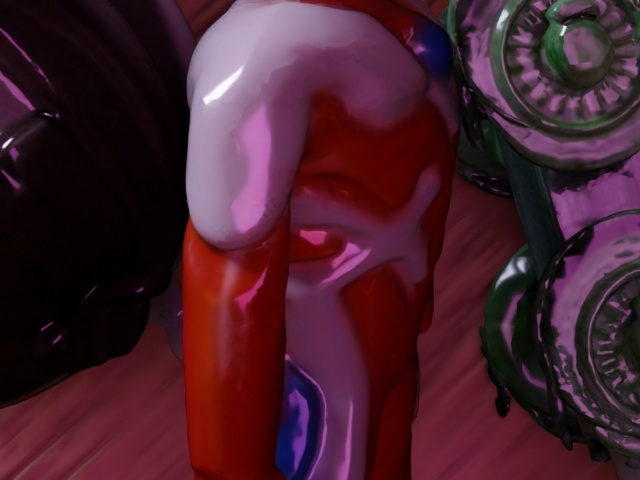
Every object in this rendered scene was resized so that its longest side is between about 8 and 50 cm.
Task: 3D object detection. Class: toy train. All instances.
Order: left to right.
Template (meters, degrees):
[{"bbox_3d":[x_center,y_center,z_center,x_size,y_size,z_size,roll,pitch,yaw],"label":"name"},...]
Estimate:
[{"bbox_3d":[0.140,-0.026,0.604,0.188,0.132,0.243,-17,87,-6],"label":"toy train"}]

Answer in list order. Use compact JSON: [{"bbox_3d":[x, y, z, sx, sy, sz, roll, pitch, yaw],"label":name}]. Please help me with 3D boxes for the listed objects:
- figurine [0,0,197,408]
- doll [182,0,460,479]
[{"bbox_3d":[-0.178,-0.081,0.579,0.370,0.167,0.281,43,107,11],"label":"figurine"},{"bbox_3d":[0.000,0.000,0.511,0.099,0.188,0.384,1,109,15],"label":"doll"}]
